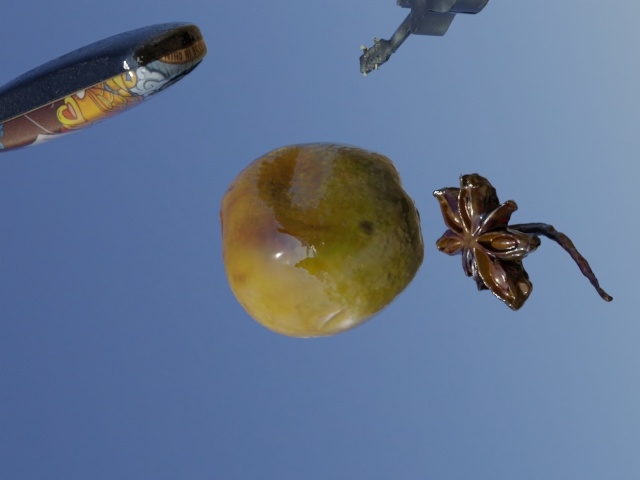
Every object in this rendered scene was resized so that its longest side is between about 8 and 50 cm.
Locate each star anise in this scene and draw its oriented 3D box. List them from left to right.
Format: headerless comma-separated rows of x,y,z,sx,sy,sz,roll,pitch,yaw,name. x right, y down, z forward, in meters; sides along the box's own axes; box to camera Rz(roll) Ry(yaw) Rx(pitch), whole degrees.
0.171,0.008,1.338,0.070,0.097,0.190,-14,-137,-39,star anise

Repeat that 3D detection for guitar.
0.064,-0.160,1.029,0.233,0.025,0.088,138,132,-66,guitar

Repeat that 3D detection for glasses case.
-0.257,-0.161,1.647,0.122,0.321,0.082,-39,-71,-51,glasses case

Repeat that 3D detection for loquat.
0.000,0.000,2.141,0.276,0.284,0.276,-17,-90,-86,loquat
